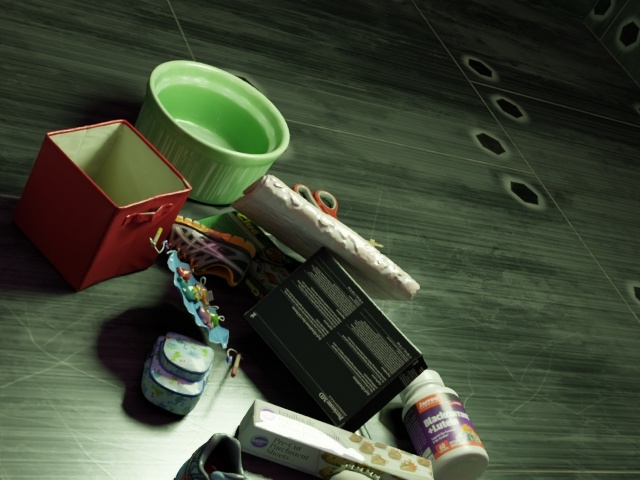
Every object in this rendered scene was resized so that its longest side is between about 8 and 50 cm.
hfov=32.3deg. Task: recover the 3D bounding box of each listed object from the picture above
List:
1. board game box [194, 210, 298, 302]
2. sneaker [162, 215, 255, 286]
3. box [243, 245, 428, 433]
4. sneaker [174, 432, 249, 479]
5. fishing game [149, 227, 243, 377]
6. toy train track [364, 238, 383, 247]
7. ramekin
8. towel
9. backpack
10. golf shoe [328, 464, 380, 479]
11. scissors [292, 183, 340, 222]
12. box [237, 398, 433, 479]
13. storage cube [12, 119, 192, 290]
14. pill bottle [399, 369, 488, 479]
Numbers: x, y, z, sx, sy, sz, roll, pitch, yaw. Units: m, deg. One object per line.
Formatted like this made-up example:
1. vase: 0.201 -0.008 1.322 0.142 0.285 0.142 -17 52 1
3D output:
1. board game box: -0.116 0.044 2.087 0.259 0.030 0.136 46 36 20
2. sneaker: -0.226 0.017 1.985 0.215 0.084 0.083 16 67 -5
3. box: 0.025 0.171 1.874 0.261 0.184 0.103 48 -6 23
4. sneaker: -0.146 0.373 1.516 0.104 0.125 0.262 15 35 -24
5. fishing game: -0.192 0.093 1.803 0.264 0.041 0.189 59 3 -7
6. toy train track: 0.106 0.016 2.321 0.048 0.014 0.083 18 17 0
7. ramekin: -0.229 -0.211 2.222 0.303 0.148 0.303 23 33 -16
8. towel: 0.000 0.000 2.021 0.332 0.053 0.317 35 -9 -10
9. backpack: -0.223 0.204 1.721 0.105 0.084 0.114 24 34 -11
10. golf shoe: 0.083 0.451 1.636 0.120 0.105 0.273 -14 53 -41
11. scissors: 0.031 -0.012 2.304 0.109 0.021 0.297 7 41 -38
12. box: 0.027 0.344 1.766 0.324 0.067 0.063 23 33 -16
13. storage cube: -0.369 -0.063 1.858 0.215 0.193 0.183 43 33 19
14. pill bottle: 0.204 0.321 1.908 0.108 0.108 0.193 10 38 -32
